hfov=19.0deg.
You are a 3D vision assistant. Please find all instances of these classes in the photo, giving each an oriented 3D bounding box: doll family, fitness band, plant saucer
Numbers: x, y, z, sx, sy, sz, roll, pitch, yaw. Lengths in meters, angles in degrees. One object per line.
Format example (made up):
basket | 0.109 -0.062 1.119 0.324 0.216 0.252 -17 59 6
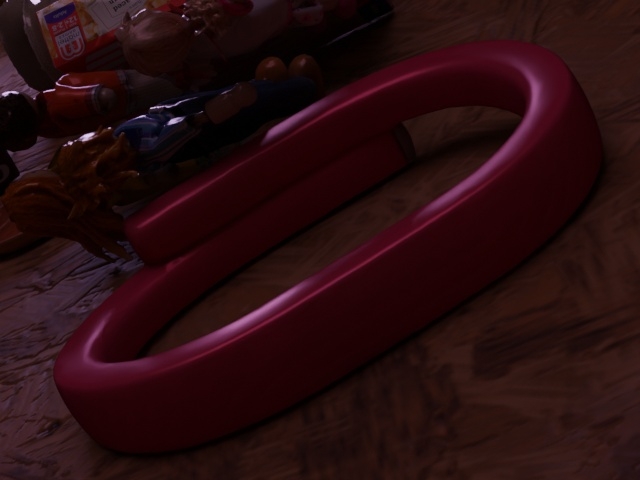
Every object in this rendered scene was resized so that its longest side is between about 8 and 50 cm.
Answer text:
doll family | -0.089 -0.059 1.059 0.163 0.118 0.263 -22 1 -36
fitness band | 0.000 0.000 0.925 0.291 0.054 0.209 -33 24 -6
plant saucer | -0.188 -0.015 1.238 0.083 0.013 0.083 -25 21 10

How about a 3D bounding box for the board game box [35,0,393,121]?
board game box | -0.064 -0.147 1.224 0.193 0.045 0.147 -25 -19 11

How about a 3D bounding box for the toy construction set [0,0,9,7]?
toy construction set | -0.320 -0.268 1.813 0.327 0.151 0.215 -27 19 -24

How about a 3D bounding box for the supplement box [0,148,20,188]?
supplement box | -0.320 -0.059 1.422 0.130 0.073 0.239 -35 21 -13

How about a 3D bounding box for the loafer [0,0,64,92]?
loafer | -0.195 -0.153 1.454 0.092 0.102 0.268 -29 12 4
